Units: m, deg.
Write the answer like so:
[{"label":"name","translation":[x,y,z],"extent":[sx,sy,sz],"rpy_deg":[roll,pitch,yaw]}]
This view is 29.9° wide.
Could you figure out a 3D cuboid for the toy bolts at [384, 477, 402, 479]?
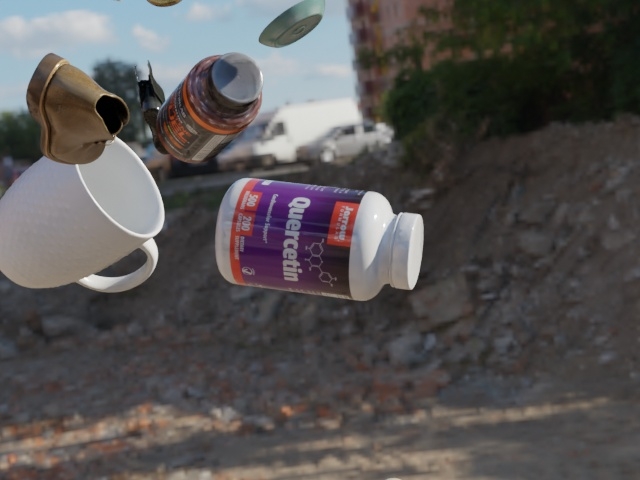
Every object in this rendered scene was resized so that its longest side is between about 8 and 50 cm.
[{"label":"toy bolts","translation":[0.057,0.460,1.815],"extent":[0.228,0.158,0.218],"rpy_deg":[-20,53,-22]}]

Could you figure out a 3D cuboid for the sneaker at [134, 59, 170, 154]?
[{"label":"sneaker","translation":[-0.292,-0.234,2.140],"extent":[0.051,0.089,0.170],"rpy_deg":[-15,-33,2]}]

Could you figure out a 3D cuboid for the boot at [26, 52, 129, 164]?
[{"label":"boot","translation":[-0.333,-0.161,1.719],"extent":[0.115,0.112,0.305],"rpy_deg":[24,-13,4]}]

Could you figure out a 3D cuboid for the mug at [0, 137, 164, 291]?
[{"label":"mug","translation":[-0.524,-0.019,2.635],"extent":[0.328,0.374,0.276],"rpy_deg":[-32,35,23]}]

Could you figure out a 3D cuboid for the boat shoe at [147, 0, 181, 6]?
[{"label":"boat shoe","translation":[-0.272,-0.528,1.971],"extent":[0.104,0.285,0.089],"rpy_deg":[-13,-17,-8]}]

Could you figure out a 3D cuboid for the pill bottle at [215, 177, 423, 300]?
[{"label":"pill bottle","translation":[0.000,0.000,1.977],"extent":[0.322,0.182,0.181],"rpy_deg":[6,8,15]}]

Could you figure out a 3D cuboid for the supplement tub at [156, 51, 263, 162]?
[{"label":"supplement tub","translation":[-0.142,-0.179,1.580],"extent":[0.106,0.106,0.198],"rpy_deg":[-9,-12,-27]}]

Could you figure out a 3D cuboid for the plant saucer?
[{"label":"plant saucer","translation":[-0.038,-0.326,1.816],"extent":[0.119,0.021,0.119],"rpy_deg":[-32,-8,-5]}]
